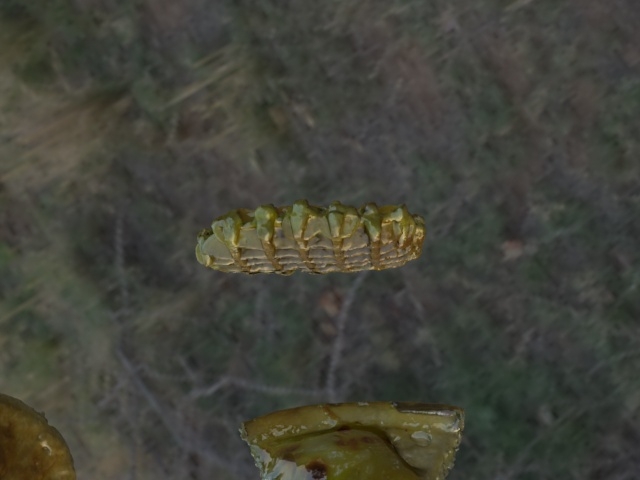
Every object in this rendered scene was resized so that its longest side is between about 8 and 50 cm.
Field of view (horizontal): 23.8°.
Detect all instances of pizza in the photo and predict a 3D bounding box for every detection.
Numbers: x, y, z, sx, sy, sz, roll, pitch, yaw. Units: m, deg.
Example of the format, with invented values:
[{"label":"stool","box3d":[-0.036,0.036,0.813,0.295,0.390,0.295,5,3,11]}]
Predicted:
[{"label":"pizza","box3d":[0.043,0.199,1.331,0.188,0.204,0.081,-110,10,-47]}]

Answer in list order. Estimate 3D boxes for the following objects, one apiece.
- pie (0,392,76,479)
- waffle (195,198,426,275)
[{"label":"pie","box3d":[-0.407,0.314,1.662,0.083,0.339,0.340,6,124,44]},{"label":"waffle","box3d":[-0.005,0.000,1.163,0.191,0.191,0.038,-17,72,58]}]
